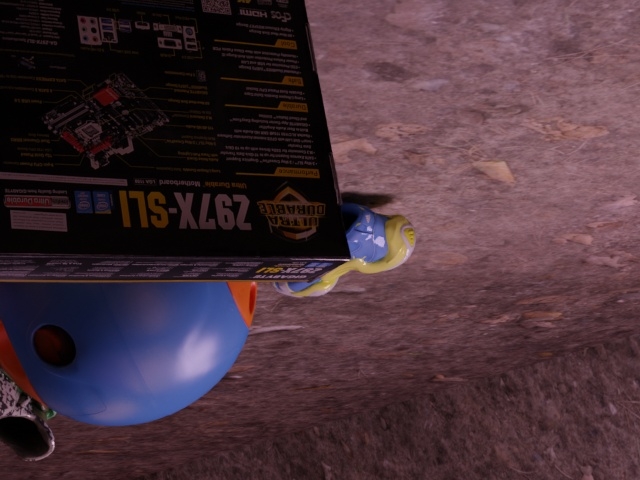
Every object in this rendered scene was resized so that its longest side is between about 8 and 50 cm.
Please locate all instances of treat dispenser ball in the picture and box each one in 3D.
[{"bbox_3d":[-0.210,0.048,1.674,0.288,0.288,0.288,-9,165,-2],"label":"treat dispenser ball"}]

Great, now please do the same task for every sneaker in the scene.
[{"bbox_3d":[0.000,0.000,2.063,0.240,0.091,0.126,-20,143,36],"label":"sneaker"},{"bbox_3d":[-0.351,0.166,1.790,0.158,0.182,0.410,-37,174,24],"label":"sneaker"}]

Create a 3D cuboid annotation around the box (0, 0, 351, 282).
[{"bbox_3d":[-0.143,-0.097,1.248,0.322,0.257,0.079,0,163,-34],"label":"box"}]
